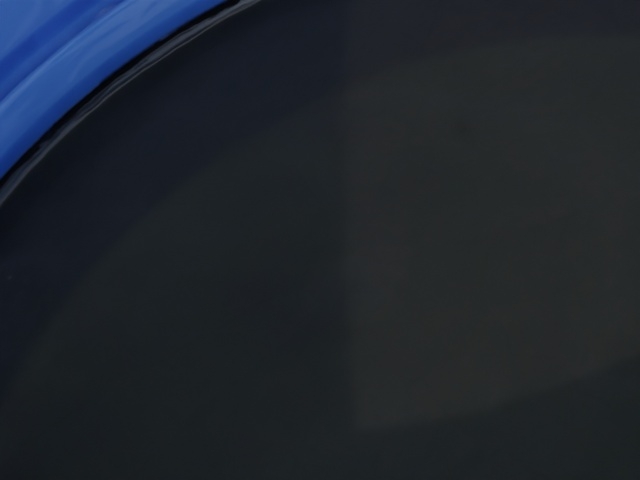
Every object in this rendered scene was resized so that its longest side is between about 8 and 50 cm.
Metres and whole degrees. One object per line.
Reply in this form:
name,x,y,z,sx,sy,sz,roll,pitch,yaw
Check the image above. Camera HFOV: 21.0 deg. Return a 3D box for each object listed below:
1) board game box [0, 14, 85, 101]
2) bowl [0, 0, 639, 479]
board game box,-0.167,-0.010,0.721,0.060,0.194,0.194,5,102,-32
bowl,0.000,0.000,0.480,0.391,0.391,0.077,-54,137,-23
